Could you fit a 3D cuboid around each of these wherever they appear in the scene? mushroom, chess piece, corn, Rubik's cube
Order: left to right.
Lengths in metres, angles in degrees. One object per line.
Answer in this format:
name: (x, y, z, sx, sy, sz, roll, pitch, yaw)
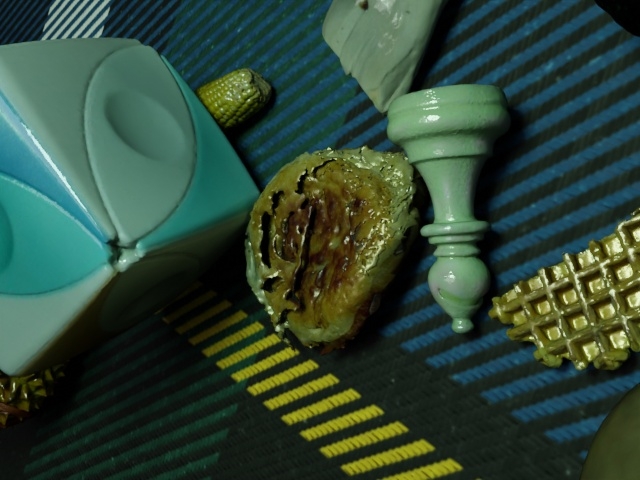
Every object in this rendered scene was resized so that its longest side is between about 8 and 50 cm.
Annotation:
Rubik's cube: (-0.344, -0.056, 1.040, 0.347, 0.352, 0.351, -41, 81, 31)
corn: (-0.210, -0.193, 1.184, 0.320, 0.097, 0.097, -22, 67, 36)
mushroom: (0.132, -0.330, 0.897, 0.159, 0.122, 0.328, 40, 115, 0)
chess piece: (0.153, -0.030, 0.811, 0.139, 0.139, 0.271, -6, 89, 42)

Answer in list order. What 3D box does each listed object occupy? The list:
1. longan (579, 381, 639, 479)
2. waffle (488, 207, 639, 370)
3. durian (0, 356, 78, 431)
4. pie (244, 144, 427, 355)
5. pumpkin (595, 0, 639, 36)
longan: (0.329, 0.225, 0.478, 0.319, 0.319, 0.319, -10, 74, 41)
waffle: (0.271, 0.044, 0.723, 0.160, 0.046, 0.192, 36, 105, 40)
durian: (-0.627, 0.186, 1.349, 0.347, 0.347, 0.384, 29, 110, 42)
pie: (0.001, 0.000, 0.955, 0.308, 0.085, 0.308, -10, 75, 42)
pumpkin: (0.356, -0.320, 0.598, 0.315, 0.238, 0.315, 7, 102, 34)
